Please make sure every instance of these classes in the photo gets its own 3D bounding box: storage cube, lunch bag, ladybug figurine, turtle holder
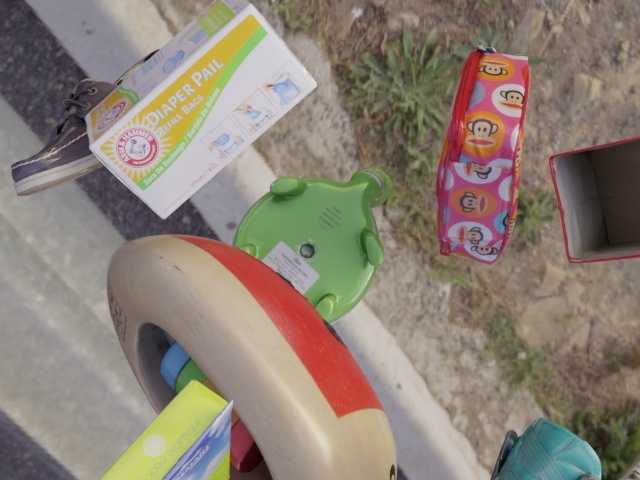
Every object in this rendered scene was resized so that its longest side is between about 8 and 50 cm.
[{"bbox_3d":[0.513,-0.075,1.401,0.215,0.193,0.184,-10,93,37],"label":"storage cube"},{"bbox_3d":[0.252,-0.137,1.300,0.120,0.258,0.293,10,140,11],"label":"lunch bag"},{"bbox_3d":[-0.075,0.155,0.946,0.449,0.162,0.305,48,146,21],"label":"ladybug figurine"},{"bbox_3d":[-0.020,0.001,1.463,0.243,0.320,0.227,13,168,-1],"label":"turtle holder"}]

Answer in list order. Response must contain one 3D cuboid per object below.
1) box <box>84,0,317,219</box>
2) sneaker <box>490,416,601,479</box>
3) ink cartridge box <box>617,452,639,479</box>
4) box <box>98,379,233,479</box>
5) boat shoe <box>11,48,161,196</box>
[{"bbox_3d":[-0.122,-0.137,0.845,0.203,0.114,0.103,-40,119,4],"label":"box"},{"bbox_3d":[0.141,0.223,0.691,0.295,0.124,0.178,28,88,-34],"label":"sneaker"},{"bbox_3d":[0.560,0.431,1.381,0.166,0.395,0.285,39,161,23],"label":"ink cartridge box"},{"bbox_3d":[-0.111,0.175,0.619,0.042,0.109,0.178,34,150,14],"label":"box"},{"bbox_3d":[-0.254,-0.142,0.988,0.103,0.285,0.092,-10,113,39],"label":"boat shoe"}]
